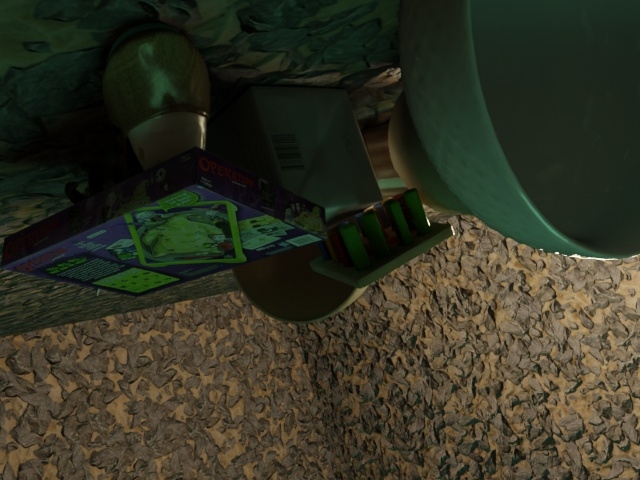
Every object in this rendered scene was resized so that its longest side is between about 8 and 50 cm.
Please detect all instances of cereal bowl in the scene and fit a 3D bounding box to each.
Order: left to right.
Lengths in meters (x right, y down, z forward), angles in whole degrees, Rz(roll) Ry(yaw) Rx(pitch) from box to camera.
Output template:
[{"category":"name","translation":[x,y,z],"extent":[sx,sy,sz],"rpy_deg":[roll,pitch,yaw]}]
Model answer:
[{"category":"cereal bowl","translation":[0.192,-0.156,0.515],"extent":[0.339,0.338,0.141],"rpy_deg":[-13,-169,-31]}]

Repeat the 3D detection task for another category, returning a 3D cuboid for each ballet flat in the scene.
[{"category":"ballet flat","translation":[-0.184,-0.108,0.710],"extent":[0.116,0.124,0.342],"rpy_deg":[-13,171,-23]}]

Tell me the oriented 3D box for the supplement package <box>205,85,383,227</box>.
[{"category":"supplement package","translation":[-0.088,-0.081,0.917],"extent":[0.175,0.177,0.293],"rpy_deg":[-12,170,-41]}]

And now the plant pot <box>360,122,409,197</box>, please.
[{"category":"plant pot","translation":[0.157,-0.150,1.105],"extent":[0.165,0.166,0.167],"rpy_deg":[-8,172,-2]}]

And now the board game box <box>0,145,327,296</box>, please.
[{"category":"board game box","translation":[-0.191,-0.003,0.738],"extent":[0.347,0.056,0.208],"rpy_deg":[-17,160,33]}]

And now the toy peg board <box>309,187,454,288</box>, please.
[{"category":"toy peg board","translation":[0.072,-0.016,0.882],"extent":[0.161,0.079,0.161],"rpy_deg":[-28,-163,-19]}]

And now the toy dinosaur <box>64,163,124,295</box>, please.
[{"category":"toy dinosaur","translation":[-0.298,-0.025,0.919],"extent":[0.121,0.160,0.313],"rpy_deg":[-15,173,-19]}]

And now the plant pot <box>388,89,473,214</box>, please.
[{"category":"plant pot","translation":[0.247,-0.154,0.788],"extent":[0.334,0.333,0.305],"rpy_deg":[-15,-176,-19]}]

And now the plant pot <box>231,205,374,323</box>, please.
[{"category":"plant pot","translation":[0.000,0.000,1.128],"extent":[0.284,0.284,0.191],"rpy_deg":[-21,170,27]}]

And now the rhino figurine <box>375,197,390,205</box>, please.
[{"category":"rhino figurine","translation":[0.034,-0.095,1.450],"extent":[0.243,0.073,0.106],"rpy_deg":[2,159,-22]}]
